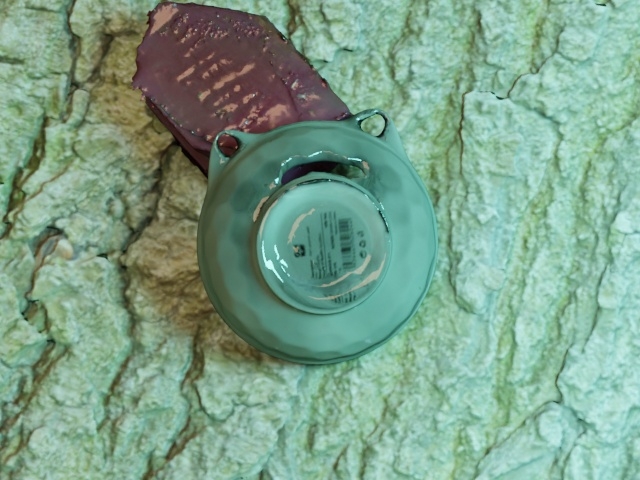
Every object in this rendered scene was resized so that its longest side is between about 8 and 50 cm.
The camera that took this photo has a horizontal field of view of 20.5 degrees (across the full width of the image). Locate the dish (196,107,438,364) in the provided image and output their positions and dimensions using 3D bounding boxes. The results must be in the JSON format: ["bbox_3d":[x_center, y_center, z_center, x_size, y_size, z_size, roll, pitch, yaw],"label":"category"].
[{"bbox_3d":[0.000,0.000,1.936,0.303,0.120,0.303,0,92,-4],"label":"dish"}]

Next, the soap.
[{"bbox_3d":[-0.103,-0.171,2.094,0.182,0.112,0.289,-39,65,-6],"label":"soap"}]
